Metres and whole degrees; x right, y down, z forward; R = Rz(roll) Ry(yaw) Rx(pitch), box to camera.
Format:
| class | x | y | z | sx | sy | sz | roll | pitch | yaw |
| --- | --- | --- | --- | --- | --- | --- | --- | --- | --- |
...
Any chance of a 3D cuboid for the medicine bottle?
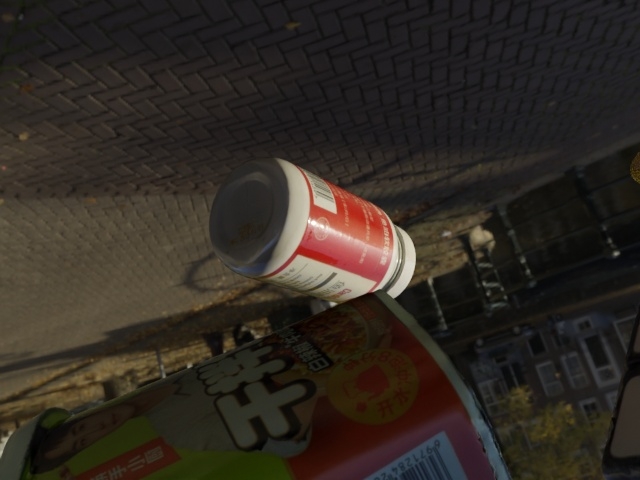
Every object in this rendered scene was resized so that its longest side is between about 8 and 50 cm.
| class | x | y | z | sx | sy | sz | roll | pitch | yaw |
| --- | --- | --- | --- | --- | --- | --- | --- | --- | --- |
| medicine bottle | 0.000 | 0.000 | 0.773 | 0.131 | 0.131 | 0.250 | -27 | 149 | 31 |

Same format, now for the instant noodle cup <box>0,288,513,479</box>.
| class | x | y | z | sx | sy | sz | roll | pitch | yaw |
| --- | --- | --- | --- | --- | --- | --- | --- | --- | --- |
| instant noodle cup | -0.033 | 0.201 | 0.505 | 0.308 | 0.294 | 0.294 | -26 | 164 | -6 |

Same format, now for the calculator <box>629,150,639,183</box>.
| class | x | y | z | sx | sy | sz | roll | pitch | yaw |
| --- | --- | --- | --- | --- | --- | --- | --- | --- | --- |
| calculator | 0.465 | -0.125 | 0.777 | 0.146 | 0.032 | 0.235 | -46 | -169 | -25 |

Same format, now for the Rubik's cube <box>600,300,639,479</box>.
| class | x | y | z | sx | sy | sz | roll | pitch | yaw |
| --- | --- | --- | --- | --- | --- | --- | --- | --- | --- |
| Rubik's cube | 0.445 | 0.116 | 0.488 | 0.304 | 0.305 | 0.301 | -38 | -163 | 54 |
